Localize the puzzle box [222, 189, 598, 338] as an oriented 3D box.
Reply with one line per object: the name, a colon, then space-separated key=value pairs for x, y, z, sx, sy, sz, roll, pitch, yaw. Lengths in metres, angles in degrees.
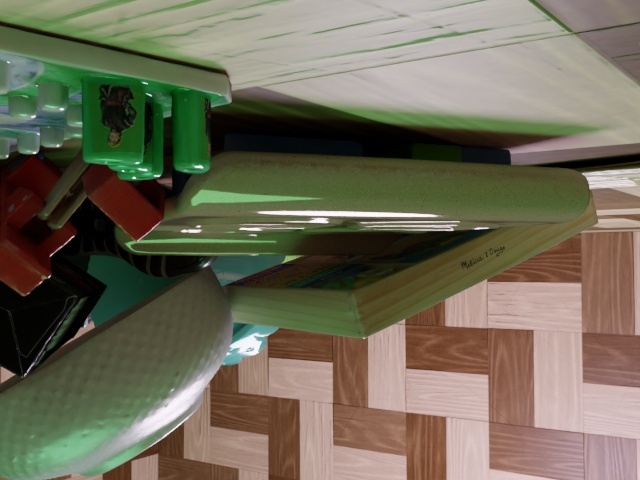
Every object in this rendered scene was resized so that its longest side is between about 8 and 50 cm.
puzzle box: x=0.115 y=0.017 z=0.984 sx=0.409 sy=0.052 sz=0.272 roll=-21 pitch=-170 yaw=-35

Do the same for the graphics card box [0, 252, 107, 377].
graphics card box: x=-0.360 y=0.028 z=0.834 sx=0.233 sy=0.094 sz=0.371 roll=34 pitch=173 yaw=-8

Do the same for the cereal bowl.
cereal bowl: x=-0.240 y=0.170 z=0.916 sx=0.339 sy=0.141 sz=0.339 roll=-31 pitch=-176 yaw=3

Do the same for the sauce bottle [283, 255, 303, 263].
sauce bottle: x=0.000 y=0.000 z=1.354 sx=0.344 sy=0.111 sz=0.111 roll=1 pitch=178 yaw=-5

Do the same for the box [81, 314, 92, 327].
box: x=-0.518 y=0.068 z=1.411 sx=0.307 sy=0.077 sz=0.242 roll=4 pitch=-163 yaw=8

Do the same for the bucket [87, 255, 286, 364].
bucket: x=-0.207 y=0.066 z=1.191 sx=0.281 sy=0.281 sz=0.183 roll=-1 pitch=175 yaw=35

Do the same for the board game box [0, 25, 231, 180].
board game box: x=-0.311 y=-0.056 z=0.386 sx=0.390 sy=0.050 sz=0.390 roll=-2 pitch=178 yaw=44

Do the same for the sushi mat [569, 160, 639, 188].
sushi mat: x=0.253 y=-0.063 z=0.827 sx=0.151 sy=0.019 sz=0.316 roll=2 pitch=177 yaw=-43

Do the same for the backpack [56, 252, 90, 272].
backpack: x=-0.412 y=0.003 z=1.302 sx=0.158 sy=0.117 sz=0.173 roll=1 pitch=-168 yaw=-3

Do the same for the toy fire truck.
toy fire truck: x=-0.188 y=-0.032 z=0.572 sx=0.047 sy=0.135 sz=0.192 roll=48 pitch=-177 yaw=-34

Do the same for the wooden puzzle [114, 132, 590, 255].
wooden puzzle: x=0.001 y=-0.040 z=0.696 sx=0.322 sy=0.080 sz=0.348 roll=0 pitch=174 yaw=-23

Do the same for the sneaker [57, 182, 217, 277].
sneaker: x=-0.192 y=-0.026 z=0.962 sx=0.281 sy=0.106 sz=0.162 roll=9 pitch=-169 yaw=35
